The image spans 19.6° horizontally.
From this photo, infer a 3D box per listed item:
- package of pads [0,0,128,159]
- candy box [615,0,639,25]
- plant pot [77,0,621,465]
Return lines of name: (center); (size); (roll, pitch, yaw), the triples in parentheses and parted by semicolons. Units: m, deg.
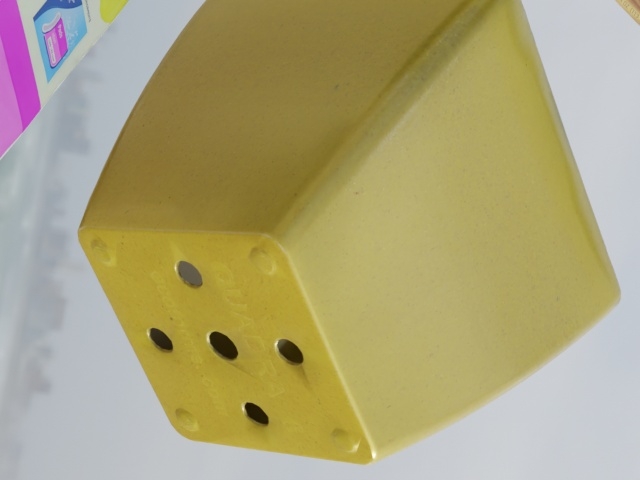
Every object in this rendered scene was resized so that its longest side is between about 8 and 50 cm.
package of pads: (-0.148, -0.199, 0.781); (0.229, 0.101, 0.296); (-57, 156, -32)
candy box: (0.336, -0.261, 1.486); (0.087, 0.183, 0.316); (-38, 168, -20)
plant pot: (0.000, 0.000, 0.979); (0.187, 0.212, 0.212); (-46, 125, -37)
